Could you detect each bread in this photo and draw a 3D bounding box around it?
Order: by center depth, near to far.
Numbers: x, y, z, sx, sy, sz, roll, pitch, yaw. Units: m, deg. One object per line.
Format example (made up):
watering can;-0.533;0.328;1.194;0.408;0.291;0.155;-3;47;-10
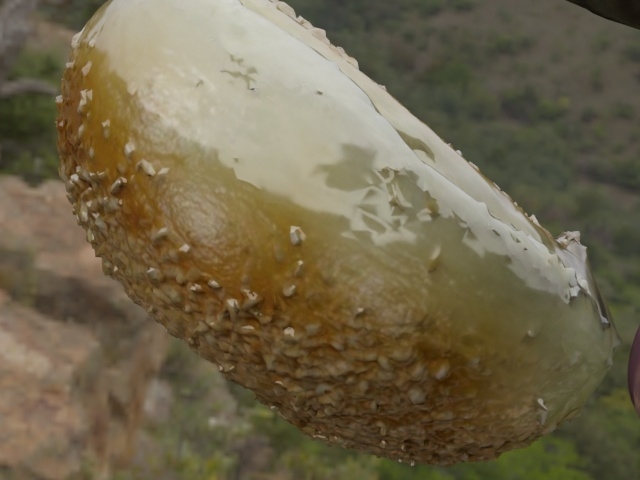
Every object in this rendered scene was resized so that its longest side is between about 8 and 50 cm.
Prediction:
bread;0.000;0.000;0.808;0.305;0.158;0.305;38;-1;1

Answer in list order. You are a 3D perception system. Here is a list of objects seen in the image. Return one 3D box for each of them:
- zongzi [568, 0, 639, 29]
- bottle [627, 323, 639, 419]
zongzi;0.207;-0.128;0.316;0.384;0.319;0.362;10;-18;-23
bottle;0.213;0.083;0.514;0.253;0.120;0.120;33;26;23
